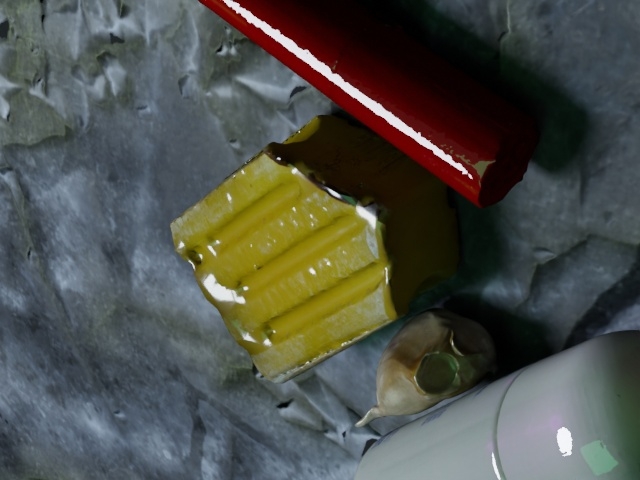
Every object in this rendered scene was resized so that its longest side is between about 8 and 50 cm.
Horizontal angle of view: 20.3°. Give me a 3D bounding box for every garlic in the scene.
[{"bbox_3d":[0.077,0.090,1.332,0.066,0.084,0.152,61,155,0],"label":"garlic"}]

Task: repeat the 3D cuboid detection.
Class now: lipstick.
[{"bbox_3d":[0.025,-0.125,1.233,0.280,0.073,0.073,37,140,24],"label":"lipstick"}]

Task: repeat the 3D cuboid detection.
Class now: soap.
[{"bbox_3d":[0.000,0.000,1.350,0.160,0.080,0.257,56,145,-1],"label":"soap"}]

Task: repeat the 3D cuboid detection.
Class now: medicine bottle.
[{"bbox_3d":[0.150,0.154,1.234,0.130,0.130,0.341,56,148,1],"label":"medicine bottle"}]
